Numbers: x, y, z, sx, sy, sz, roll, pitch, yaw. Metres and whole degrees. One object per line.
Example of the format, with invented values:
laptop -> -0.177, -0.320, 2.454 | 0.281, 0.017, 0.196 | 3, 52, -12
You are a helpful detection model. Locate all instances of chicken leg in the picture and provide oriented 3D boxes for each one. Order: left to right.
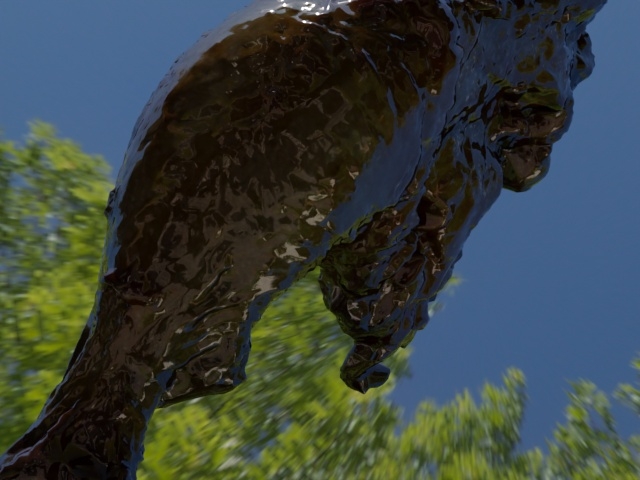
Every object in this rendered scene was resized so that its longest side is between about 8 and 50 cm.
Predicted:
chicken leg -> 0.001, -0.010, 0.632 | 0.083, 0.322, 0.177 | 25, -62, 26
